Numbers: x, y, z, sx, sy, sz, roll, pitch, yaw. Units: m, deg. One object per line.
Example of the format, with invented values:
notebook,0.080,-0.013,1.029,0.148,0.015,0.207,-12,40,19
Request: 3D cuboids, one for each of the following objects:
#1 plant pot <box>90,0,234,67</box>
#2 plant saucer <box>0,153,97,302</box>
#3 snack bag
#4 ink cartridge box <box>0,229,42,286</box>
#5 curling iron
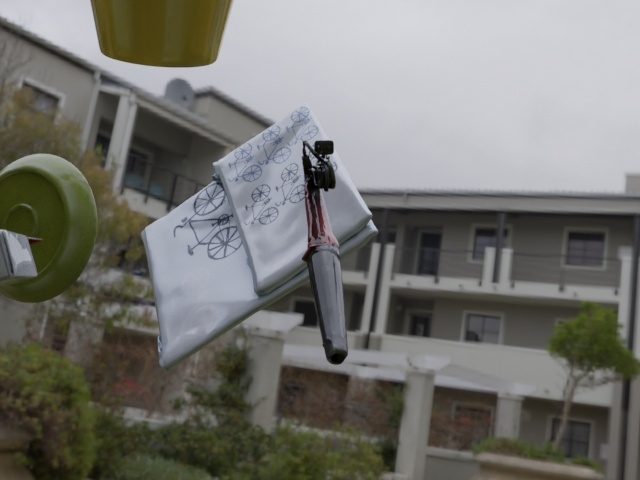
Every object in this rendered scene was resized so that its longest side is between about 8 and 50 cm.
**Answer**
plant pot,-0.210,-0.365,1.068,0.254,0.239,0.254,6,22,-2
plant saucer,-0.463,-0.022,1.263,0.241,0.241,0.037,4,-4,21
snack bag,-0.111,-0.019,1.115,0.342,0.323,0.037,-34,-50,9
ink cartridge box,-0.480,0.054,0.950,0.275,0.060,0.239,-16,-1,-9
curling iron,0.000,0.000,0.719,0.035,0.274,0.068,-2,-46,-1
